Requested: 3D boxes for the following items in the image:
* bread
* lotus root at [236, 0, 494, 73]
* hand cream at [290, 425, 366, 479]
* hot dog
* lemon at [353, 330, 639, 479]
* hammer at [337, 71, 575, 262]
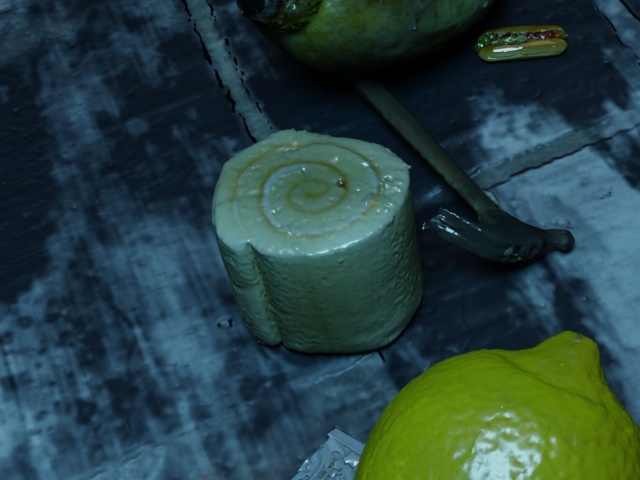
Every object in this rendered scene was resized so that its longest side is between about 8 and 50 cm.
[{"bbox_3d":[0.000,0.000,1.124,0.148,0.141,0.134,-3,53,8],"label":"bread"},{"bbox_3d":[0.040,-0.226,1.262,0.173,0.173,0.309,29,40,29],"label":"lotus root"},{"bbox_3d":[-0.030,0.231,1.011,0.084,0.050,0.257,23,57,29],"label":"hand cream"},{"bbox_3d":[0.174,-0.175,1.305,0.083,0.021,0.037,-6,50,4],"label":"hot dog"},{"bbox_3d":[0.113,0.169,0.947,0.187,0.187,0.244,32,96,30],"label":"lemon"},{"bbox_3d":[0.085,-0.078,1.226,0.125,0.027,0.297,1,36,-34],"label":"hammer"}]
